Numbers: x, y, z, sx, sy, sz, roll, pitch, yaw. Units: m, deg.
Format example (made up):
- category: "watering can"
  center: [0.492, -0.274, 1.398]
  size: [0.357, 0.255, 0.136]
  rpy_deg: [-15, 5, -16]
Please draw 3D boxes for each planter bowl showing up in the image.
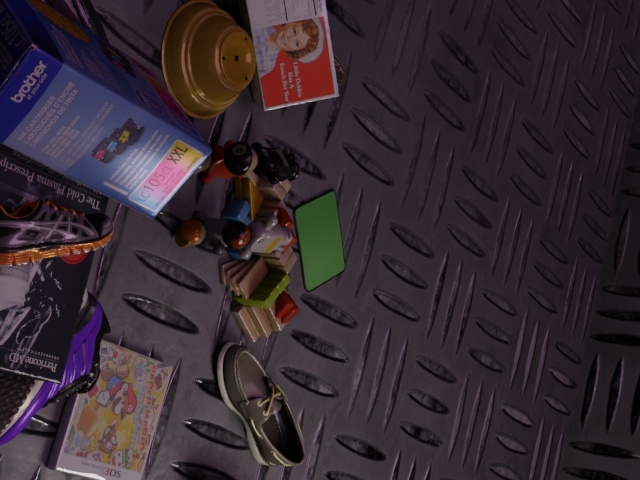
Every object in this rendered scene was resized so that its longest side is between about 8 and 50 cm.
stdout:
- category: "planter bowl"
  center: [-0.180, -0.328, 2.080]
  size: [0.217, 0.090, 0.217]
  rpy_deg: [-8, 100, -54]

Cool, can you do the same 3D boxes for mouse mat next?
- category: "mouse mat"
  center: [0.000, 0.000, 2.434]
  size: [0.153, 0.007, 0.189]
  rpy_deg: [-28, 117, -49]

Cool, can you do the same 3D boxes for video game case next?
- category: "video game case"
  center: [-0.354, 0.297, 1.966]
  size: [0.206, 0.026, 0.226]
  rpy_deg: [31, 69, -51]

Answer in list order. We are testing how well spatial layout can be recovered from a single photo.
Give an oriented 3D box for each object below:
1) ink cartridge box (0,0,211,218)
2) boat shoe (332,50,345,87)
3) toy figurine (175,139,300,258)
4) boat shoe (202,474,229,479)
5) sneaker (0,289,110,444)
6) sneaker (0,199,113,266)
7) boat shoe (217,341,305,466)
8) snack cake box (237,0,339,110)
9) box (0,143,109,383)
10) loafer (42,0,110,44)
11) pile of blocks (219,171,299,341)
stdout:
- category: "ink cartridge box"
  center: [-0.379, -0.220, 1.628]
  size: [0.395, 0.270, 0.151]
  rpy_deg: [27, 107, -45]
- category: "boat shoe"
  center: [-0.047, -0.408, 2.274]
  size: [0.257, 0.095, 0.095]
  rpy_deg: [57, 8, -26]
- category: "toy figurine"
  center: [-0.156, -0.075, 2.044]
  size: [0.148, 0.213, 0.209]
  rpy_deg: [6, 91, -45]
- category: "boat shoe"
  center: [-0.137, 0.559, 2.217]
  size: [0.324, 0.123, 0.116]
  rpy_deg: [52, 56, -41]
- category: "sneaker"
  center: [-0.416, 0.213, 1.807]
  size: [0.146, 0.102, 0.293]
  rpy_deg: [57, 50, -41]
- category: "sneaker"
  center: [-0.368, -0.019, 1.565]
  size: [0.215, 0.084, 0.083]
  rpy_deg: [-15, 100, -52]
- category: "boat shoe"
  center: [-0.111, 0.322, 2.245]
  size: [0.109, 0.091, 0.305]
  rpy_deg: [-49, 131, -39]
- category: "snack cake box"
  center: [-0.064, -0.390, 2.164]
  size: [0.152, 0.089, 0.264]
  rpy_deg: [-13, 111, -13]
- category: "box"
  center: [-0.499, 0.011, 1.606]
  size: [0.343, 0.179, 0.312]
  rpy_deg: [25, 74, -52]
- category: "loafer"
  center: [-0.420, -0.384, 1.764]
  size: [0.109, 0.095, 0.302]
  rpy_deg: [-109, 175, -53]
- category: "pile of blocks"
  center: [-0.107, 0.021, 2.200]
  size: [0.149, 0.113, 0.362]
  rpy_deg: [-24, 113, -50]
